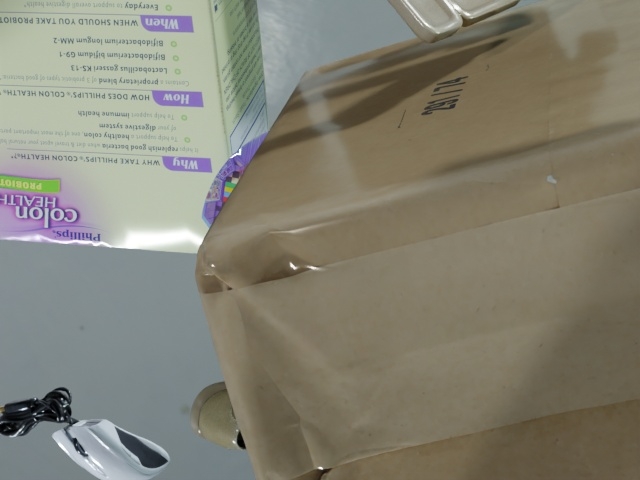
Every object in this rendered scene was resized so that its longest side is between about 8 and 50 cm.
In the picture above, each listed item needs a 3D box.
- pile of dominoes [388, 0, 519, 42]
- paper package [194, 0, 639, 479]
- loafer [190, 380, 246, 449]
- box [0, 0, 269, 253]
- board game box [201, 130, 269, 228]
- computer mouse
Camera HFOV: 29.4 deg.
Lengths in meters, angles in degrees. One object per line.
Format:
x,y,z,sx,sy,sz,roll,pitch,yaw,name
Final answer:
0.034,-0.219,0.699,0.196,0.040,0.251,-28,75,-42,pile of dominoes
0.127,-0.015,0.636,0.309,0.325,0.168,-14,108,13,paper package
-0.015,0.119,0.830,0.148,0.050,0.056,-8,117,-29,loafer
-0.160,-0.124,0.955,0.213,0.117,0.243,3,123,13,box
0.000,0.000,0.864,0.133,0.033,0.169,-30,109,11,board game box
-0.222,0.202,1.195,0.193,0.106,0.042,38,46,-40,computer mouse
